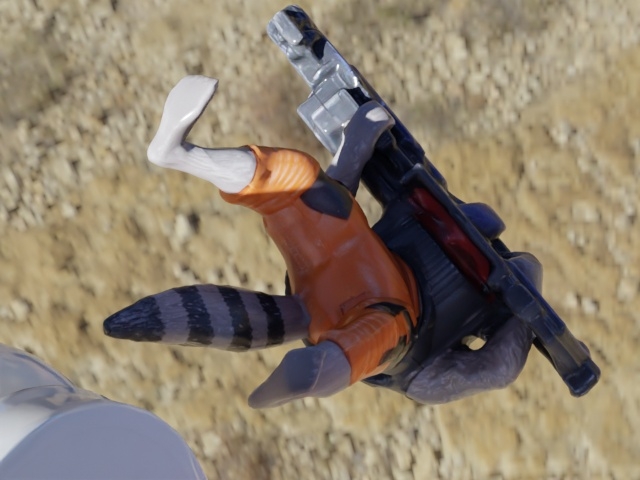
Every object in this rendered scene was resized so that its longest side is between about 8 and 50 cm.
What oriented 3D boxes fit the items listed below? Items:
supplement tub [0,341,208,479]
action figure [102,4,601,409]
[{"bbox_3d":[-0.235,0.152,0.906,0.331,0.241,0.241,6,59,33],"label":"supplement tub"},{"bbox_3d":[0.000,0.000,1.259,0.178,0.330,0.341,-45,61,15],"label":"action figure"}]
